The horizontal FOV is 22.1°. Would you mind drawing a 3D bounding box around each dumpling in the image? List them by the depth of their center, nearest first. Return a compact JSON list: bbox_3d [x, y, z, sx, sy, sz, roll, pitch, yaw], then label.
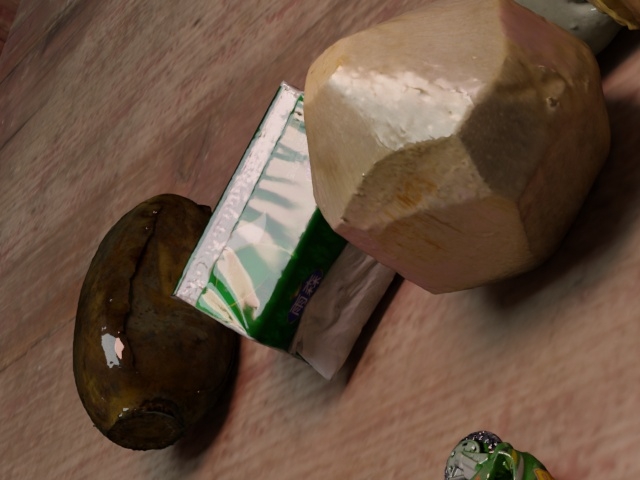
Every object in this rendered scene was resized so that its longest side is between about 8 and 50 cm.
[{"bbox_3d":[0.185,-0.206,1.292,0.219,0.108,0.152,-24,44,47],"label":"dumpling"}]

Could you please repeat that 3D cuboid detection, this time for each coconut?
[{"bbox_3d":[0.094,-0.082,1.194,0.237,0.237,0.197,-33,36,47],"label":"coconut"}]

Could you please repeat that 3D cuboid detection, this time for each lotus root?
[{"bbox_3d":[-0.167,0.084,1.618,0.152,0.160,0.275,-32,36,31],"label":"lotus root"}]

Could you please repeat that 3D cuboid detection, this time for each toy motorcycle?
[{"bbox_3d":[0.109,0.203,1.058,0.106,0.074,0.190,-23,44,43],"label":"toy motorcycle"}]

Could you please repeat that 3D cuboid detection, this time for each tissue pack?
[{"bbox_3d":[0.000,-0.001,1.410,0.156,0.148,0.209,27,87,26],"label":"tissue pack"}]

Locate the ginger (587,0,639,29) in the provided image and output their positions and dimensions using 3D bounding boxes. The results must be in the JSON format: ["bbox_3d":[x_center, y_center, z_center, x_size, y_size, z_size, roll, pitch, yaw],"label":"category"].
[{"bbox_3d":[0.261,-0.199,1.071,0.354,0.126,0.190,11,61,45],"label":"ginger"}]
